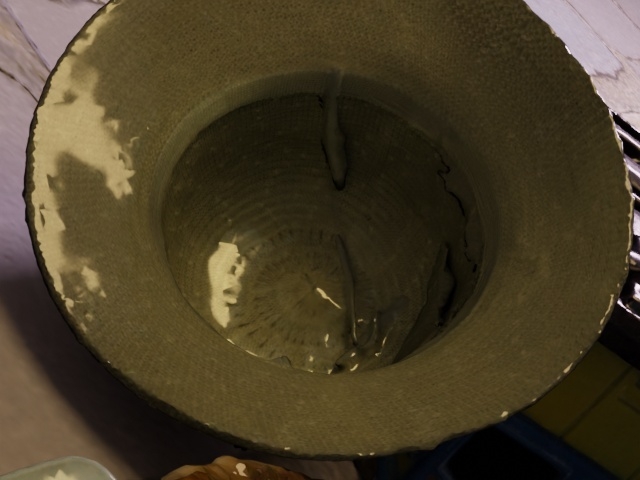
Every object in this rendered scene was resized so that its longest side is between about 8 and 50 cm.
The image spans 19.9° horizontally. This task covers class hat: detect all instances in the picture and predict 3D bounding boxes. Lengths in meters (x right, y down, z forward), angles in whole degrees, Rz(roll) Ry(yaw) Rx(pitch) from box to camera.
[{"bbox_3d":[0.000,0.000,0.813,0.257,0.257,0.130,52,-21,18],"label":"hat"}]

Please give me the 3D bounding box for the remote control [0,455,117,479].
[{"bbox_3d":[-0.018,0.214,0.458,0.145,0.050,0.344,-29,74,-43],"label":"remote control"}]

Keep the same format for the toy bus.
[{"bbox_3d":[0.120,0.038,0.950,0.138,0.175,0.288,34,22,-17],"label":"toy bus"}]

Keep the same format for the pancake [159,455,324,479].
[{"bbox_3d":[0.058,0.225,0.639,0.356,0.065,0.356,36,23,-18],"label":"pancake"}]
